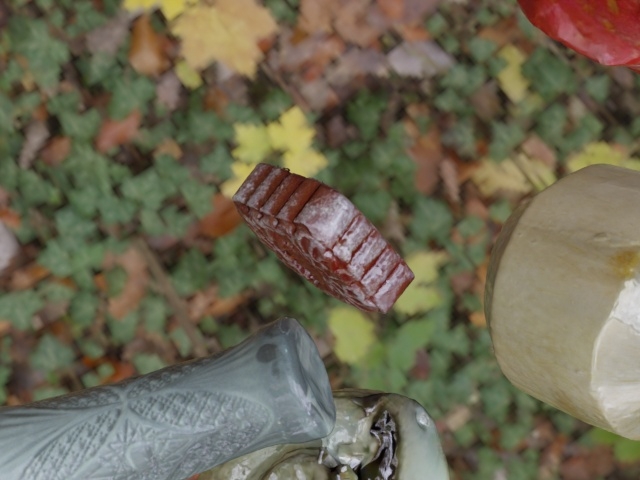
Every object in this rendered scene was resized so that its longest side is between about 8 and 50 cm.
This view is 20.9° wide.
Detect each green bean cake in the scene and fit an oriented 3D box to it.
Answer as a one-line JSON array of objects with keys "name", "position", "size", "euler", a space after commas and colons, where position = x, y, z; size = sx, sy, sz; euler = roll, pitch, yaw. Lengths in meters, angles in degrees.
[{"name": "green bean cake", "position": [0.000, 0.000, 1.488], "size": [0.056, 0.135, 0.135], "euler": [-51, 127, -13]}]

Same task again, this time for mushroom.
[{"name": "mushroom", "position": [-0.015, 0.245, 1.432], "size": [0.189, 0.164, 0.267], "euler": [16, 84, -56]}]

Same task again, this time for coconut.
[{"name": "coconut", "position": [0.346, 0.069, 1.933], "size": [0.323, 0.323, 0.323], "euler": [-22, 144, -18]}]

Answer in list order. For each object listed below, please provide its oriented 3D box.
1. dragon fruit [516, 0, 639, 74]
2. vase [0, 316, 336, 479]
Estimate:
[{"name": "dragon fruit", "position": [0.166, -0.168, 0.783], "size": [0.205, 0.210, 0.268], "euler": [-9, 176, 25]}, {"name": "vase", "position": [-0.103, 0.114, 1.036], "size": [0.219, 0.096, 0.096], "euler": [-20, 147, 12]}]
